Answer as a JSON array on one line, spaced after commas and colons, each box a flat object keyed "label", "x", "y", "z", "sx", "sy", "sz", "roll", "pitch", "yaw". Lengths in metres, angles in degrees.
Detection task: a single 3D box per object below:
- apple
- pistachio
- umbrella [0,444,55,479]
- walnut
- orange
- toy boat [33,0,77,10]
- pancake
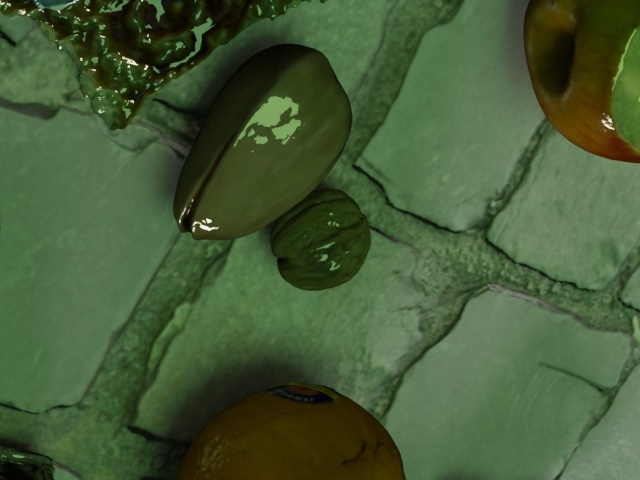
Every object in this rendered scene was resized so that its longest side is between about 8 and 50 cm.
[{"label": "apple", "x": 0.263, "y": -0.164, "z": 1.508, "sx": 0.173, "sy": 0.160, "sz": 0.195, "roll": -4, "pitch": 120, "yaw": -22}, {"label": "pistachio", "x": -0.048, "y": -0.073, "z": 1.423, "sx": 0.185, "sy": 0.108, "sz": 0.126, "roll": -55, "pitch": 169, "yaw": 18}, {"label": "umbrella", "x": -0.289, "y": 0.341, "z": 1.536, "sx": 0.106, "sy": 0.113, "sz": 0.357, "roll": -3, "pitch": 121, "yaw": -25}, {"label": "walnut", "x": 0.000, "y": 0.000, "z": 1.516, "sx": 0.092, "sy": 0.092, "sz": 0.092, "roll": -13, "pitch": 123, "yaw": -21}, {"label": "orange", "x": -0.030, "y": 0.232, "z": 1.558, "sx": 0.219, "sy": 0.193, "sz": 0.219, "roll": -4, "pitch": 94, "yaw": -59}, {"label": "toy boat", "x": -0.151, "y": -0.211, "z": 1.265, "sx": 0.137, "sy": 0.060, "sz": 0.061, "roll": -37, "pitch": 156, "yaw": 4}, {"label": "pancake", "x": -0.148, "y": -0.260, "z": 1.293, "sx": 0.305, "sy": 0.067, "sz": 0.427, "roll": -47, "pitch": 130, "yaw": 5}]
